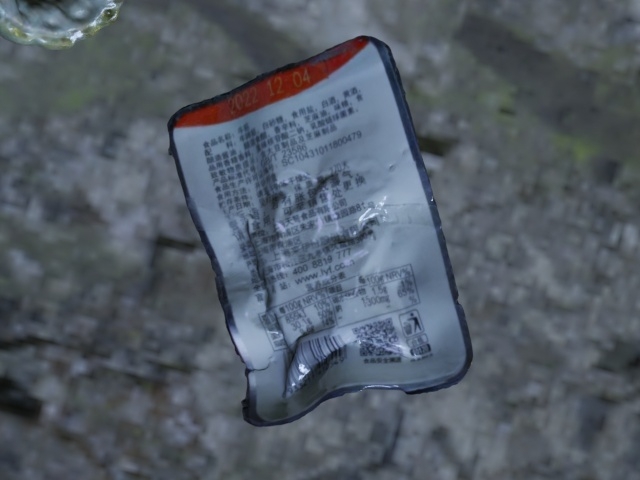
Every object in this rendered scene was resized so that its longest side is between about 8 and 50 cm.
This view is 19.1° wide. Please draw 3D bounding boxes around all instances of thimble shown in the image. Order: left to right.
[{"bbox_3d":[-0.222,-0.234,1.329,0.143,0.137,0.190,50,176,41],"label":"thimble"}]

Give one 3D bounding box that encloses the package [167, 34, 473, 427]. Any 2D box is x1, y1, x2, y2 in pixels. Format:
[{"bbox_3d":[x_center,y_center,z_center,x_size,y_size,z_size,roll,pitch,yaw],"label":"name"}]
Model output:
[{"bbox_3d":[0.000,0.000,1.210,0.166,0.232,0.040,-20,166,17],"label":"package"}]
